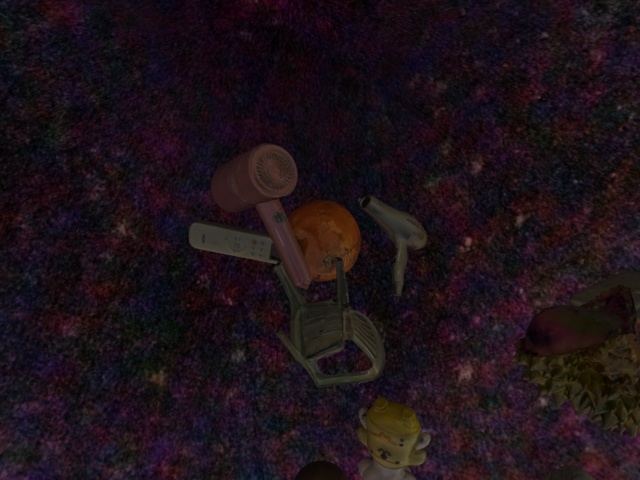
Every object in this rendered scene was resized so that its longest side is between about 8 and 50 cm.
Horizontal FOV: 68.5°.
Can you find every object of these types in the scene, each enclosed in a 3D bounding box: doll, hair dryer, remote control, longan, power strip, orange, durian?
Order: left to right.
[{"bbox_3d":[-0.206,0.008,1.292,0.309,0.038,0.090,12,123,-3],"label":"remote control"},{"bbox_3d":[-0.119,-0.036,1.113,0.210,0.125,0.353,-11,105,51],"label":"hair dryer"},{"bbox_3d":[-0.006,0.450,0.845,0.119,0.106,0.106,-11,121,16],"label":"longan"},{"bbox_3d":[0.000,0.000,1.415,0.245,0.246,0.246,-2,120,-3],"label":"orange"},{"bbox_3d":[0.165,-0.010,1.157,0.088,0.225,0.219,-24,114,45],"label":"hair dryer"},{"bbox_3d":[0.100,0.300,0.672,0.106,0.062,0.163,13,116,27],"label":"doll"},{"bbox_3d":[0.241,0.116,0.434,0.108,0.186,0.119,-15,91,32],"label":"durian"},{"bbox_3d":[0.715,0.138,1.053,0.264,0.193,0.060,-14,108,-29],"label":"power strip"}]

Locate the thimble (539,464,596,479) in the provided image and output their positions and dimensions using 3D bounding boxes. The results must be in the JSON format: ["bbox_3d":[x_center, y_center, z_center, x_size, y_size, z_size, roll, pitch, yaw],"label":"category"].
[{"bbox_3d":[0.438,0.528,0.848,0.237,0.150,0.237,-35,157,-17],"label":"thimble"}]

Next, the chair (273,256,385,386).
[{"bbox_3d":[0.027,0.186,1.027,0.190,0.204,0.275,-13,135,7],"label":"chair"}]
